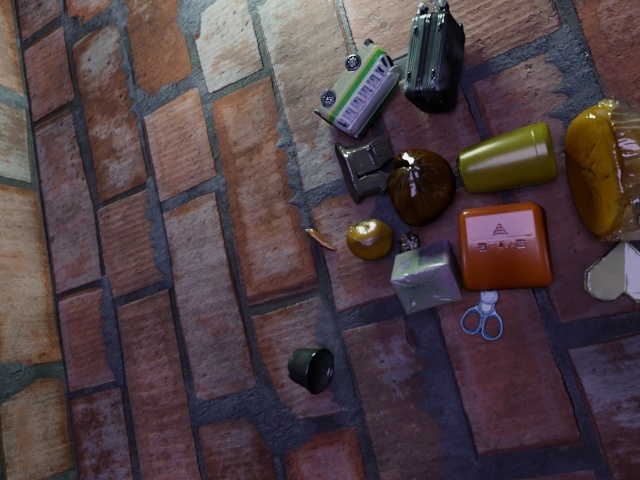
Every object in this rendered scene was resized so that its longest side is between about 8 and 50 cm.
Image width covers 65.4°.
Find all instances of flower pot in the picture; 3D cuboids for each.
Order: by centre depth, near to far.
[{"bbox_3d":[-0.039,0.435,1.701,0.106,0.157,0.158,5,86,38],"label":"flower pot"}]

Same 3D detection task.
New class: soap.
[{"bbox_3d":[0.327,0.109,1.525,0.182,0.199,0.138,-21,105,21],"label":"soap"}]

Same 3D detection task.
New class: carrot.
[{"bbox_3d":[0.000,0.000,1.786,0.142,0.035,0.035,37,99,15],"label":"carrot"}]

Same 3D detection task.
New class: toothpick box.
[{"bbox_3d":[0.553,-0.233,1.493,0.271,0.175,0.175,-13,79,25],"label":"toothpick box"}]

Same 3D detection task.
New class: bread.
[{"bbox_3d":[0.796,-0.181,1.362,0.183,0.236,0.389,-5,74,7],"label":"bread"}]

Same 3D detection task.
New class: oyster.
[{"bbox_3d":[0.294,0.037,1.653,0.086,0.029,0.132,-16,77,21],"label":"oyster"}]

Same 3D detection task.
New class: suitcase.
[{"bbox_3d":[0.367,-0.575,1.595,0.128,0.202,0.312,7,88,34],"label":"suitcase"}]

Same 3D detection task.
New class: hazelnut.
[{"bbox_3d":[0.313,-0.169,1.566,0.217,0.217,0.252,4,73,24],"label":"hazelnut"}]

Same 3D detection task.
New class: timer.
[{"bbox_3d":[0.543,0.023,1.483,0.257,0.161,0.250,-6,86,22],"label":"timer"}]

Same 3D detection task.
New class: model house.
[{"bbox_3d":[0.161,-0.255,1.698,0.188,0.122,0.229,-19,91,8],"label":"model house"}]

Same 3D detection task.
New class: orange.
[{"bbox_3d":[0.165,-0.001,1.667,0.156,0.134,0.157,-8,41,7],"label":"orange"}]

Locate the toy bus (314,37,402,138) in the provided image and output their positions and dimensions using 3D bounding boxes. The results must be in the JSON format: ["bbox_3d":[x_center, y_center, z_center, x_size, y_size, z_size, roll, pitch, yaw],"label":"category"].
[{"bbox_3d":[0.143,-0.511,1.716,0.179,0.143,0.305,40,100,19],"label":"toy bus"}]

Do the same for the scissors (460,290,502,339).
[{"bbox_3d":[0.521,0.174,1.540,0.125,0.030,0.256,15,91,21],"label":"scissors"}]

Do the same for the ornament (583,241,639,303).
[{"bbox_3d":[0.852,0.083,1.393,0.201,0.059,0.180,2,86,20],"label":"ornament"}]
